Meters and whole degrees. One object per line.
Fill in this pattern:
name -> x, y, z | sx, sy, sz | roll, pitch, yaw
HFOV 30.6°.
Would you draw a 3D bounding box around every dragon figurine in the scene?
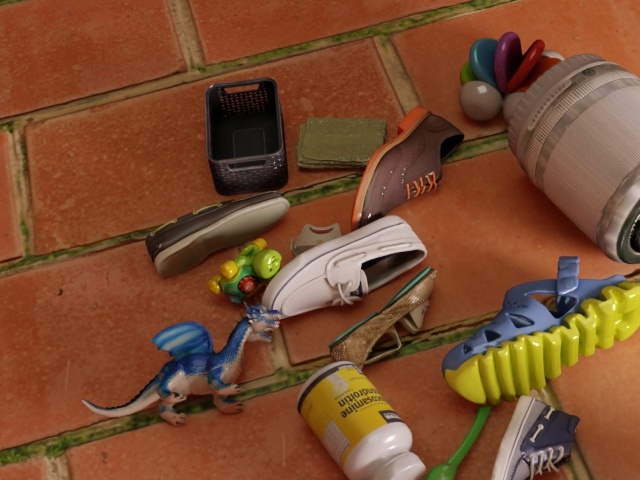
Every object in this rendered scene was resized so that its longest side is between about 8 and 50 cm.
dragon figurine -> -0.188, 0.174, 1.645 | 0.289, 0.085, 0.144 | -12, 51, -4

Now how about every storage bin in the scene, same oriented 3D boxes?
storage bin -> -0.121, -0.171, 1.915 | 0.122, 0.084, 0.180 | -7, 52, 1

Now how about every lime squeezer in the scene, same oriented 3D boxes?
lime squeezer -> 0.189, 0.349, 1.492 | 0.110, 0.059, 0.310 | 14, 46, -24

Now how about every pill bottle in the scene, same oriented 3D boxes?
pill bottle -> 0.055, 0.253, 1.540 | 0.103, 0.103, 0.184 | -30, 54, -16

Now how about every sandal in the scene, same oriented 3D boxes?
sandal -> 0.296, 0.117, 1.618 | 0.317, 0.126, 0.138 | -22, 48, -21

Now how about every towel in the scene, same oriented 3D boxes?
towel -> 0.035, -0.159, 1.922 | 0.148, 0.027, 0.110 | -1, 51, 8

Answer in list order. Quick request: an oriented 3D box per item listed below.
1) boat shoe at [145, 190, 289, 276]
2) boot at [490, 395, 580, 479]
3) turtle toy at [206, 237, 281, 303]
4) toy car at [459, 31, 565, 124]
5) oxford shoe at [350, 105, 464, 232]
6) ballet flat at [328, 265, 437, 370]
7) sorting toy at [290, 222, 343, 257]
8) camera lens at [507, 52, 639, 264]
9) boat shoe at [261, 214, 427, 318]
boat shoe -> -0.160, -0.027, 1.804 | 0.228, 0.081, 0.069 | -26, 57, -10
boot -> 0.275, 0.276, 1.501 | 0.086, 0.069, 0.190 | 17, 42, 15
turtle toy -> -0.103, 0.046, 1.722 | 0.066, 0.130, 0.095 | 48, 50, 4
toy car -> 0.315, -0.275, 1.909 | 0.182, 0.136, 0.159 | 18, 56, 20
oxford shoe -> 0.135, -0.104, 1.825 | 0.098, 0.097, 0.271 | 25, 58, 17
ballet flat -> 0.103, 0.119, 1.677 | 0.206, 0.073, 0.067 | -38, 84, -18
sorting toy -> 0.000, 0.000, 1.792 | 0.083, 0.045, 0.075 | -1, 44, 7
camera lens -> 0.434, -0.118, 1.715 | 0.219, 0.219, 0.274 | -28, 54, -15
boat shoe -> 0.038, 0.049, 1.712 | 0.258, 0.095, 0.084 | -31, 50, -16
